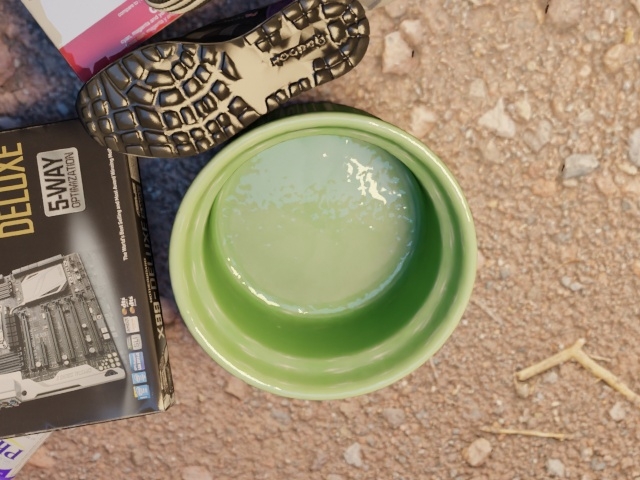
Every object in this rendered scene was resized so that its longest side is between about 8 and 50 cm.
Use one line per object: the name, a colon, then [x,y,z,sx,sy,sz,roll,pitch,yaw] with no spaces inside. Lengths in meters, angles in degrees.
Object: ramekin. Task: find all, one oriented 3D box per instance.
ramekin: [0.000,0.000,0.937,0.304,0.148,0.303,-1,110,-3]

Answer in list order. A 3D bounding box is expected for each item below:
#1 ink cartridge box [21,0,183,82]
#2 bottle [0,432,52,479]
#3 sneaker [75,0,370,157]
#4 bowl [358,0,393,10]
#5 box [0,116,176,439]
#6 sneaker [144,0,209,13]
ink cartridge box: [-0.219,-0.263,0.839,0.127,0.128,0.176,-33,109,8]
bottle: [-0.386,0.221,1.023,0.118,0.092,0.283,40,103,-11]
sneaker: [-0.098,-0.162,0.867,0.283,0.124,0.107,-22,112,-14]
bowl: [0.025,-0.267,0.841,0.142,0.142,0.053,21,86,-10]
box: [-0.294,0.040,0.916,0.243,0.076,0.307,-9,87,0]
sneaker: [-0.066,-0.327,0.722,0.281,0.106,0.162,-34,87,8]
